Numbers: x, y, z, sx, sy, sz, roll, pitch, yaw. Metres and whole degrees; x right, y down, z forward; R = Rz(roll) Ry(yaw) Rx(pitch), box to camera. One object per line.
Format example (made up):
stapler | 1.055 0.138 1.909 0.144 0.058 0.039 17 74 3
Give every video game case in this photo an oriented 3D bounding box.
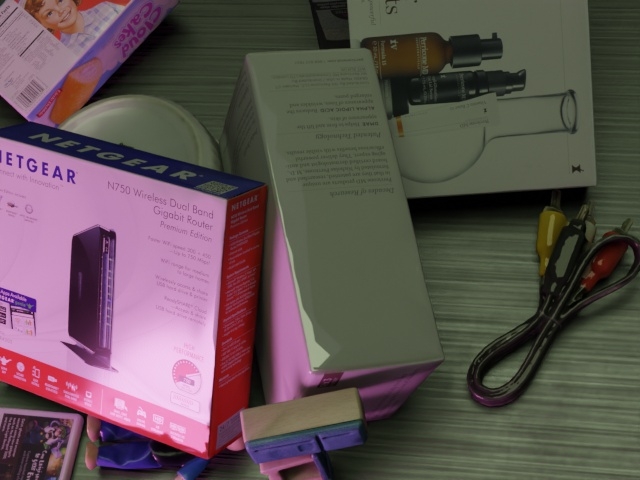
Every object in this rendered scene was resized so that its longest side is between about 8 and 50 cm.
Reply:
video game case | -0.381 0.289 1.422 0.173 0.022 0.190 3 62 11

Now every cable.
cable | 0.281 0.078 1.418 0.139 0.072 0.287 22 79 21

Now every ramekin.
ramekin | -0.238 -0.061 1.524 0.272 0.127 0.273 -4 62 7

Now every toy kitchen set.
toy kitchen set | 0.006 0.274 1.260 0.122 0.207 0.166 -12 61 3

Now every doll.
doll | -0.174 0.233 1.403 0.189 0.046 0.129 -4 52 0

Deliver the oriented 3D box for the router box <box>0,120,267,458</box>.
router box | -0.232 0.048 1.361 0.335 0.301 0.082 15 21 26

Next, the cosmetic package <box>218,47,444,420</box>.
cosmetic package | 0.000 0.000 1.366 0.156 0.217 0.385 -6 69 -17

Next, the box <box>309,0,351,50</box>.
box | 0.109 -0.352 1.602 0.247 0.163 0.142 -5 61 7

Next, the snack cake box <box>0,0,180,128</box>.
snack cake box | -0.342 -0.292 1.650 0.152 0.089 0.264 41 87 20

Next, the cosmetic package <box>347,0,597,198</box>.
cosmetic package | 0.178 -0.244 1.463 0.284 0.097 0.377 -4 98 5
